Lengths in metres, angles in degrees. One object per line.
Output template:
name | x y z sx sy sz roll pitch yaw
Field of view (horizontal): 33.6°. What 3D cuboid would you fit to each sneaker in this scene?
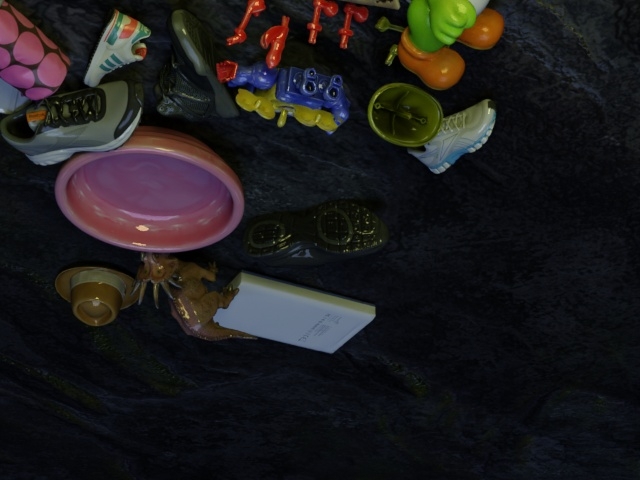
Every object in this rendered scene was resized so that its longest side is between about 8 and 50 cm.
sneaker | -0.307 -0.279 1.606 0.075 0.057 0.161 19 141 -18
sneaker | 0.000 0.000 2.025 0.286 0.109 0.130 -2 156 22
sneaker | -0.213 -0.254 1.616 0.130 0.087 0.227 -12 152 8
sneaker | -0.395 -0.192 1.692 0.271 0.100 0.108 -16 158 26
sneaker | 0.212 -0.178 1.751 0.082 0.071 0.190 24 142 -23

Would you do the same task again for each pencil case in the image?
pencil case | -0.469 -0.291 1.562 0.098 0.095 0.209 -13 143 26

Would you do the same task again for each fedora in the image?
fedora | -0.473 0.125 2.238 0.194 0.079 0.194 1 149 0

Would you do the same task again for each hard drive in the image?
hard drive | -0.070 0.161 2.323 0.318 0.040 0.210 16 145 -23

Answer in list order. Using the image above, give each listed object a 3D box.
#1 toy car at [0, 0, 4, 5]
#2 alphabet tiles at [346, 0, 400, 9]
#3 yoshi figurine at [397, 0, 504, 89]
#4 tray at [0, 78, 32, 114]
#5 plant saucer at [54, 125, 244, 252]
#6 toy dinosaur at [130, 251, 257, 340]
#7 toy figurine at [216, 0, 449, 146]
toy car | -0.499 -0.361 1.375 0.159 0.136 0.182 4 119 -6
alphabet tiles | 0.023 -0.392 1.364 0.198 0.009 0.237 17 154 30
yoshi figurine | 0.209 -0.357 1.361 0.202 0.204 0.362 -9 146 -5
tray | -0.587 -0.260 1.669 0.270 0.030 0.145 12 147 -18
plant saucer | -0.298 -0.095 1.877 0.332 0.084 0.332 1 148 1
toy dinosaur | -0.265 0.116 2.092 0.127 0.296 0.200 -41 175 15
toy figurine | -0.010 -0.252 1.620 0.362 0.191 0.217 9 178 -26
